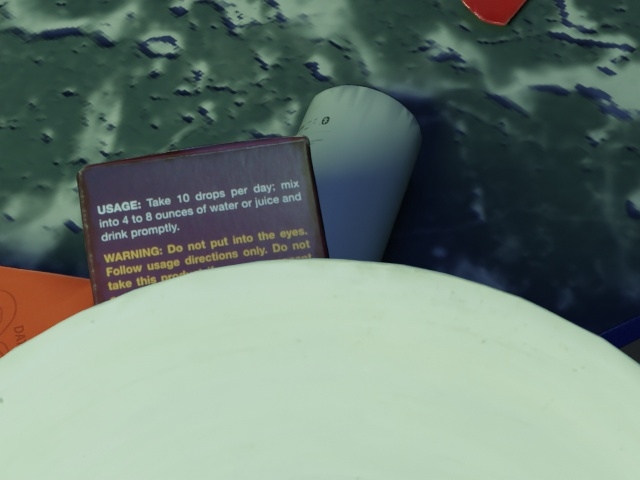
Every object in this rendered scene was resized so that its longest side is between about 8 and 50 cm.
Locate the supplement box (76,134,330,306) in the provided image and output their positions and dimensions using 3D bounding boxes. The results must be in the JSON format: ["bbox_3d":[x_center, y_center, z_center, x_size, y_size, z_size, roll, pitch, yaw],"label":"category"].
[{"bbox_3d":[-0.030,0.071,0.576,0.081,0.104,0.188,-8,76,-7],"label":"supplement box"}]

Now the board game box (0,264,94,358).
[{"bbox_3d":[-0.228,0.137,0.586,0.242,0.064,0.316,8,52,6],"label":"board game box"}]

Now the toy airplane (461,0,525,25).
[{"bbox_3d":[0.089,-0.175,0.857,0.151,0.028,0.151,1,50,-1],"label":"toy airplane"}]

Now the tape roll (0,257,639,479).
[{"bbox_3d":[0.000,0.151,0.447,0.286,0.100,0.286,2,73,-6],"label":"tape roll"}]

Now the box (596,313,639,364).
[{"bbox_3d":[0.229,0.055,0.673,0.225,0.036,0.136,-23,55,-19],"label":"box"}]

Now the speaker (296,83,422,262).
[{"bbox_3d":[0.000,0.000,0.702,0.055,0.055,0.136,13,53,10],"label":"speaker"}]
